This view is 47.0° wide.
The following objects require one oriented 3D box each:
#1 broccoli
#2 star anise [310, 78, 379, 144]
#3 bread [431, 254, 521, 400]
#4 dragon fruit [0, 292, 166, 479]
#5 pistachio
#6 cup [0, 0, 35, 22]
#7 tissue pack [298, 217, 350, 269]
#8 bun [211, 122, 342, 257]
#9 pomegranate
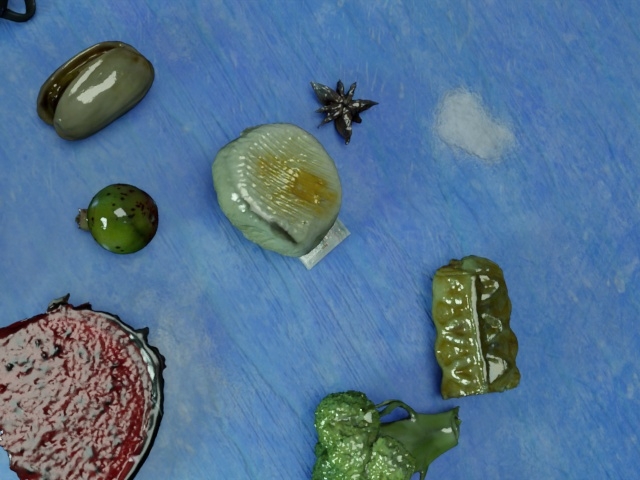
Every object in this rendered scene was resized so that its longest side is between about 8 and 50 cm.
[{"bbox_3d":[0.130,0.393,1.267,0.302,0.186,0.254,8,71,-9],"label":"broccoli"},{"bbox_3d":[0.031,-0.260,1.397,0.129,0.056,0.124,39,74,-8],"label":"star anise"},{"bbox_3d":[0.287,0.160,1.379,0.152,0.130,0.267,-5,84,-8],"label":"bread"},{"bbox_3d":[-0.380,0.258,1.177,0.282,0.100,0.343,-21,92,-20],"label":"dragon fruit"},{"bbox_3d":[-0.378,-0.255,1.248,0.206,0.131,0.129,-42,50,-13],"label":"pistachio"},{"bbox_3d":[-0.575,-0.443,1.203,0.223,0.169,0.176,13,68,-50],"label":"cup"},{"bbox_3d":[0.000,0.000,1.368,0.108,0.023,0.056,-42,95,-17],"label":"tissue pack"},{"bbox_3d":[-0.087,-0.086,1.291,0.244,0.153,0.243,13,67,-32],"label":"bun"},{"bbox_3d":[-0.333,-0.040,1.225,0.130,0.130,0.130,2,82,-16],"label":"pomegranate"}]
